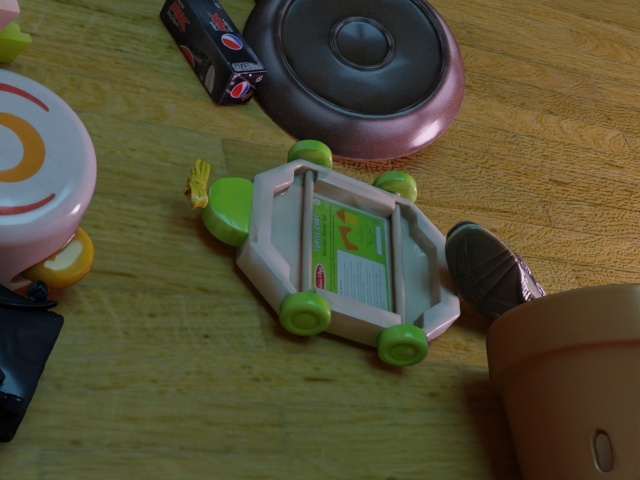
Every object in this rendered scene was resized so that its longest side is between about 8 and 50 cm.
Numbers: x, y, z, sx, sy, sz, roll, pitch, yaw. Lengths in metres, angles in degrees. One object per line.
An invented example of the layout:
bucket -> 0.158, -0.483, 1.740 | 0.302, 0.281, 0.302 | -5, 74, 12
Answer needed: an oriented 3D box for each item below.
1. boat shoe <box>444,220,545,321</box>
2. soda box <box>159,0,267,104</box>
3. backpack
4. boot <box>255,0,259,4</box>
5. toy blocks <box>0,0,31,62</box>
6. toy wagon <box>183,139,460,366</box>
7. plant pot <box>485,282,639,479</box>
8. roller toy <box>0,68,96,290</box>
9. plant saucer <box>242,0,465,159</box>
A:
boat shoe -> 0.214, 0.052, 1.325 | 0.223, 0.080, 0.073 | 45, 14, -30
soda box -> -0.139, -0.254, 1.414 | 0.053, 0.060, 0.169 | -10, 57, -41
backpack -> -0.325, 0.089, 0.929 | 0.182, 0.115, 0.152 | 24, 31, -12
boot -> -0.043, -0.340, 1.568 | 0.085, 0.059, 0.158 | 0, 60, -38
toy blocks -> -0.485, -0.340, 1.127 | 0.381, 0.191, 0.261 | 0, 65, -50
toy wagon -> 0.000, 0.000, 1.265 | 0.344, 0.068, 0.267 | 19, 43, -18
plant pot -> 0.322, 0.195, 1.163 | 0.291, 0.291, 0.203 | 14, 62, -23
roller toy -> -0.316, -0.052, 1.041 | 0.209, 0.146, 0.191 | 5, 60, -26
plant saucer -> 0.051, -0.251, 1.469 | 0.311, 0.050, 0.310 | 6, 63, -11
